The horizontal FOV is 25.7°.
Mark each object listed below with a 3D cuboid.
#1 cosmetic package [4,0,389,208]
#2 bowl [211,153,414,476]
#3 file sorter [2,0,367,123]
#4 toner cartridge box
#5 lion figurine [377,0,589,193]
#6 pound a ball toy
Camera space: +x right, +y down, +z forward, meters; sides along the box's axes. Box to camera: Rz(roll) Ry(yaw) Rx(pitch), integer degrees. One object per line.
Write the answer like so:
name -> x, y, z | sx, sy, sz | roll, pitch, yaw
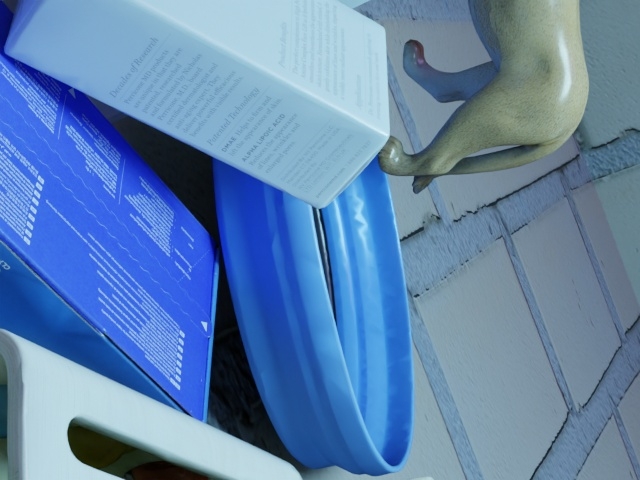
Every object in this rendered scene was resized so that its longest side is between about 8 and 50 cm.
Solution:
cosmetic package -> -0.070, -0.125, 0.875 | 0.231, 0.085, 0.117 | 25, 40, -22
bowl -> 0.000, 0.000, 1.143 | 0.391, 0.077, 0.391 | -10, 90, -78
file sorter -> -0.090, -0.249, 0.997 | 0.193, 0.278, 0.173 | 53, 23, -36
toner cartridge box -> -0.186, -0.030, 0.839 | 0.348, 0.075, 0.165 | 51, 28, -38
lion figurine -> 0.170, -0.203, 1.198 | 0.142, 0.240, 0.392 | -56, 146, -51
pound a ball toy -> -0.078, 0.134, 0.772 | 0.319, 0.208, 0.135 | 35, 40, -54
